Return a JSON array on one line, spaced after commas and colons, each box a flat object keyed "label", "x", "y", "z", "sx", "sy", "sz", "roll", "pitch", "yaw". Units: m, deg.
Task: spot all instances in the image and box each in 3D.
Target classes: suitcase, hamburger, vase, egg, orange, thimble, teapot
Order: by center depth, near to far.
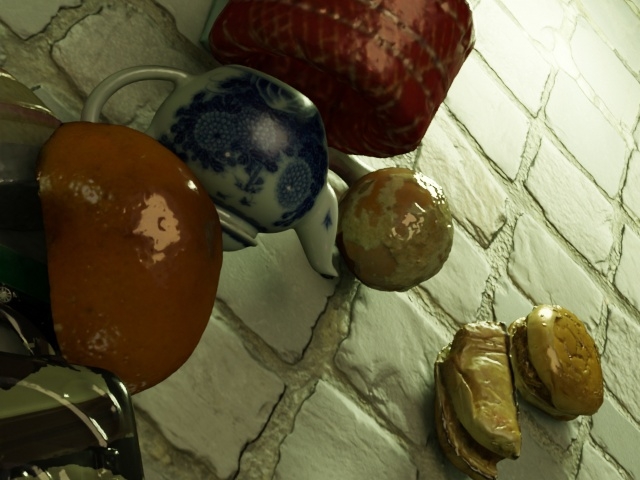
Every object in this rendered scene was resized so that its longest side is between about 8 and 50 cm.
[{"label": "suitcase", "x": -0.349, "y": 0.221, "z": 1.140, "sx": 0.352, "sy": 0.194, "sz": 0.339, "roll": 16, "pitch": 48, "yaw": -42}, {"label": "orange", "x": -0.237, "y": 0.012, "z": 1.372, "sx": 0.274, "sy": 0.274, "sz": 0.310, "roll": -12, "pitch": 60, "yaw": -50}, {"label": "teapot", "x": -0.129, "y": -0.087, "z": 1.569, "sx": 0.424, "sy": 0.252, "sz": 0.280, "roll": 30, "pitch": 82, "yaw": -19}, {"label": "thimble", "x": 0.036, "y": -0.282, "z": 1.650, "sx": 0.350, "sy": 0.350, "sz": 0.230, "roll": 37, "pitch": 73, "yaw": -24}, {"label": "egg", "x": 0.114, "y": -0.020, "z": 1.799, "sx": 0.195, "sy": 0.195, "sz": 0.233, "roll": 39, "pitch": 22, "yaw": -22}, {"label": "hamburger", "x": 0.236, "y": 0.251, "z": 1.814, "sx": 0.131, "sy": 0.124, "sz": 0.262, "roll": 14, "pitch": 48, "yaw": -18}, {"label": "vase", "x": 0.007, "y": -0.153, "z": 1.868, "sx": 0.214, "sy": 0.086, "sz": 0.086, "roll": 40, "pitch": 41, "yaw": -28}, {"label": "hamburger", "x": 0.411, "y": 0.216, "z": 2.030, "sx": 0.214, "sy": 0.108, "sz": 0.213, "roll": 31, "pitch": 45, "yaw": -37}]

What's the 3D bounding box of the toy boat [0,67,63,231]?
[{"label": "toy boat", "x": -0.389, "y": -0.133, "z": 1.410, "sx": 0.276, "sy": 0.111, "sz": 0.293, "roll": 23, "pitch": 39, "yaw": -45}]

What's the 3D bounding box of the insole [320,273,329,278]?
[{"label": "insole", "x": 0.000, "y": 0.000, "z": 1.812, "sx": 0.045, "sy": 0.002, "sz": 0.135, "roll": 13, "pitch": 55, "yaw": -40}]

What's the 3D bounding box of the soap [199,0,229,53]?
[{"label": "soap", "x": -0.081, "y": -0.385, "z": 1.913, "sx": 0.173, "sy": 0.095, "sz": 0.289, "roll": 37, "pitch": 42, "yaw": -25}]

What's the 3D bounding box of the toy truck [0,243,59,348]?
[{"label": "toy truck", "x": -0.346, "y": 0.069, "z": 1.344, "sx": 0.147, "sy": 0.065, "sz": 0.079, "roll": 29, "pitch": 45, "yaw": -30}]
